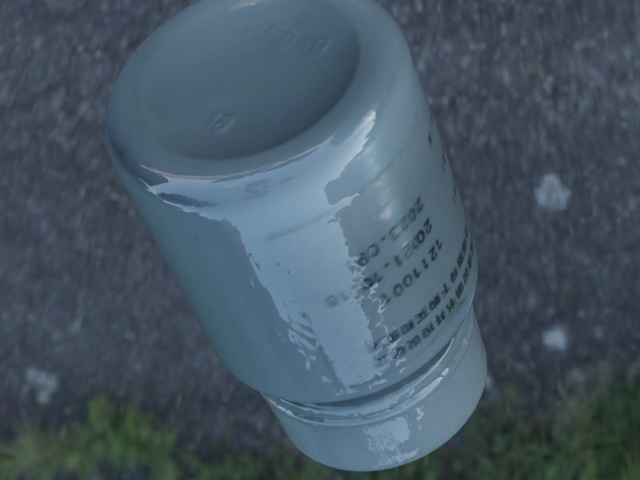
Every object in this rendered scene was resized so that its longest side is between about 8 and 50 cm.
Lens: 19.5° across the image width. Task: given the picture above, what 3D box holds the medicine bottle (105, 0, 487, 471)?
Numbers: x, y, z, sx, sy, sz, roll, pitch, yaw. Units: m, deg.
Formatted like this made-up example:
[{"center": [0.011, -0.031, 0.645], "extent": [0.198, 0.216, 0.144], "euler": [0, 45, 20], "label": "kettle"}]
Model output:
[{"center": [0.000, 0.000, 0.503], "extent": [0.080, 0.080, 0.130], "euler": [-12, 138, 10], "label": "medicine bottle"}]
